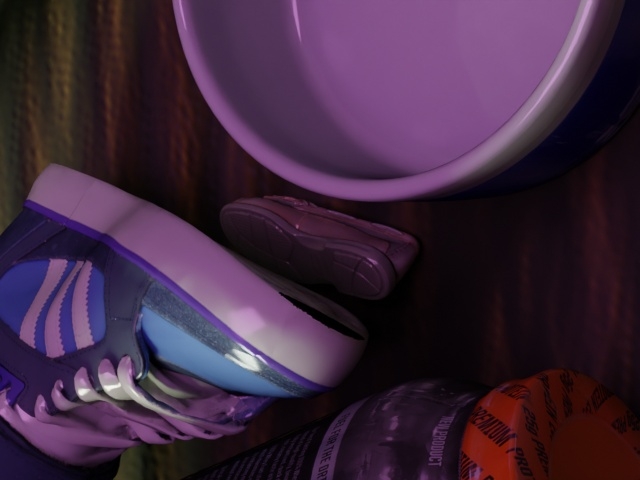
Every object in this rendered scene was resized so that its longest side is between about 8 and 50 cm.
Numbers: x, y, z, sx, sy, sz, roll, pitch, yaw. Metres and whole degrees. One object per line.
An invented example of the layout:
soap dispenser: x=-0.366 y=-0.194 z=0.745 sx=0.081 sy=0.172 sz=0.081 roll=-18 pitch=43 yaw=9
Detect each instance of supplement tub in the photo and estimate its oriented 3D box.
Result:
supplement tub: x=0.009 y=0.197 z=0.979 sx=0.338 sy=0.207 sz=0.207 roll=-27 pitch=75 yaw=33

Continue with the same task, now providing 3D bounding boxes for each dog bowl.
dog bowl: x=0.054 y=-0.151 z=1.009 sx=0.265 sy=0.104 sz=0.265 roll=1 pitch=91 yaw=35

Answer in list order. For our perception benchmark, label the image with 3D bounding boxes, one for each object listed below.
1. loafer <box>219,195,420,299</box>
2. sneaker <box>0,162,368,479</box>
loafer: x=0.000 y=0.000 z=1.094 sx=0.125 sy=0.039 sz=0.045 roll=20 pitch=134 yaw=36
sneaker: x=-0.121 y=0.099 z=1.058 sx=0.323 sy=0.130 sz=0.236 roll=24 pitch=85 yaw=56
